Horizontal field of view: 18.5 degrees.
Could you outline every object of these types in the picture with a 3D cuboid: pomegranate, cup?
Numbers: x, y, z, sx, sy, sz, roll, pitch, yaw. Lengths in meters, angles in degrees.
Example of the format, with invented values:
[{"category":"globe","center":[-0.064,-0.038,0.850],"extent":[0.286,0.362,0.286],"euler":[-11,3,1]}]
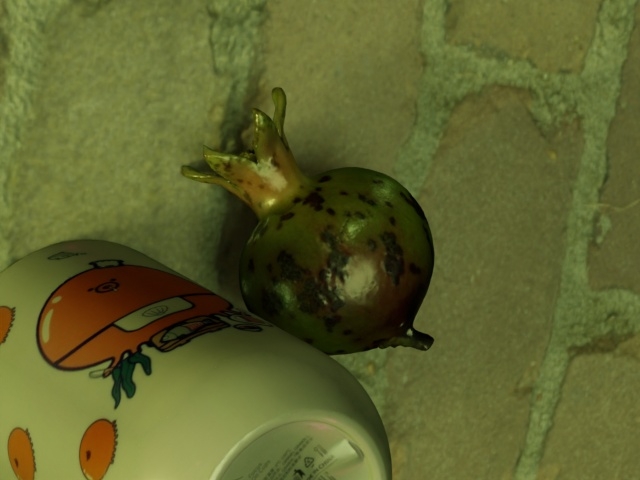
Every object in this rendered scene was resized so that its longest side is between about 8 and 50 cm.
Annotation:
[{"category":"pomegranate","center":[0.000,-0.008,1.491],"extent":[0.156,0.156,0.220],"euler":[-37,116,-20]},{"category":"cup","center":[-0.101,0.139,1.359],"extent":[0.212,0.317,0.212],"euler":[-11,110,-32]}]
